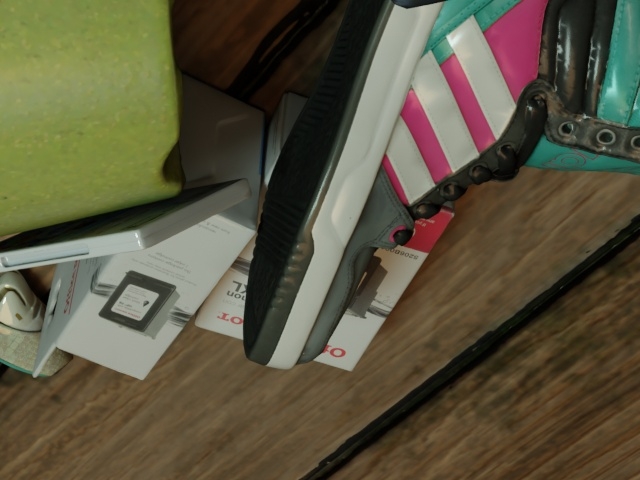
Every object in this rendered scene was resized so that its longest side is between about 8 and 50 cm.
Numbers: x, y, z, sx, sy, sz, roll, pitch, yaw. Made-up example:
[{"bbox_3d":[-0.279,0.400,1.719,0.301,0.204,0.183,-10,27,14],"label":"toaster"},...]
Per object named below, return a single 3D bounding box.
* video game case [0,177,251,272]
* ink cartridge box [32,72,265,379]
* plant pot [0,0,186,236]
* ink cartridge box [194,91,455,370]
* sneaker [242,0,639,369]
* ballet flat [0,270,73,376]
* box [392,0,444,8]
[{"bbox_3d":[-0.105,-0.006,0.660,0.122,0.087,0.011,-8,103,35],"label":"video game case"},{"bbox_3d":[-0.101,0.004,0.793,0.060,0.104,0.180,23,131,-20],"label":"ink cartridge box"},{"bbox_3d":[-0.194,-0.098,0.620,0.253,0.276,0.276,-6,134,-7],"label":"plant pot"},{"bbox_3d":[0.000,0.000,0.811,0.109,0.063,0.150,18,131,-13],"label":"ink cartridge box"},{"bbox_3d":[0.084,-0.049,0.690,0.178,0.124,0.296,19,108,-15],"label":"sneaker"},{"bbox_3d":[-0.220,0.032,0.862,0.168,0.057,0.052,32,117,-25],"label":"ballet flat"},{"bbox_3d":[0.195,-0.233,0.283,0.395,0.212,0.293,-11,166,-7],"label":"box"}]
